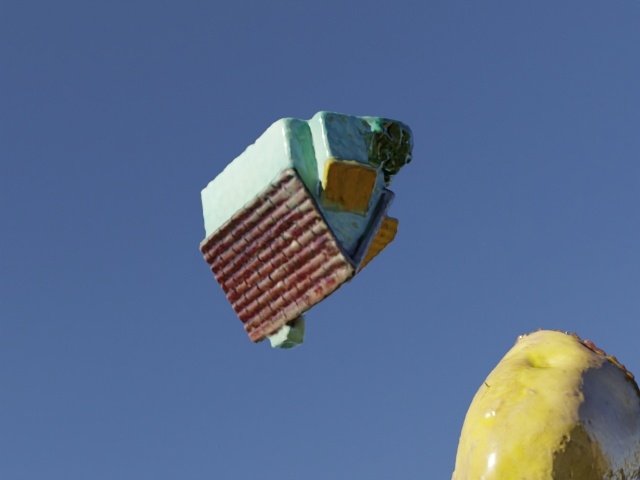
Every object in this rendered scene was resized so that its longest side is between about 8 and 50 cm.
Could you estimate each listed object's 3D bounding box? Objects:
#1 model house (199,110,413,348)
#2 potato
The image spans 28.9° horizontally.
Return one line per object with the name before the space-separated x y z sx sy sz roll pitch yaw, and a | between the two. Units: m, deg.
model house | 0.000 0.000 1.677 0.230 0.249 0.280 4 -26 -33
potato | 0.237 0.243 1.382 0.266 0.229 0.229 -23 -24 -52
